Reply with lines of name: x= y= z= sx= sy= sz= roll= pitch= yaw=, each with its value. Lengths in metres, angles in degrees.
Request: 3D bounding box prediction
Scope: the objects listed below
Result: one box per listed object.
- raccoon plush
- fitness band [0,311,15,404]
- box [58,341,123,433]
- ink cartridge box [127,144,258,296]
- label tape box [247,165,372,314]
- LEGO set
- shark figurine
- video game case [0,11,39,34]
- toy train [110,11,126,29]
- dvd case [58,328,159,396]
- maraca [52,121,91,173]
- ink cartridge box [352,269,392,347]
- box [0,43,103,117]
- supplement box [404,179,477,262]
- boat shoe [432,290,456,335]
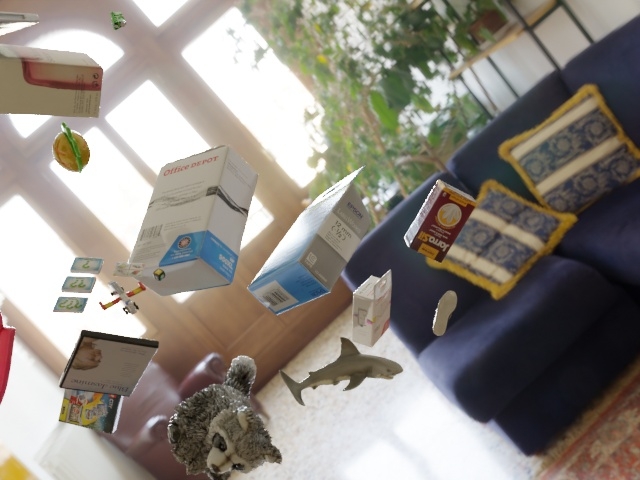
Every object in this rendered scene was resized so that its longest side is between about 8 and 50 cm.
raccoon plush: x=-0.205 y=0.418 z=1.836 sx=0.299 sy=0.216 sz=0.447 roll=-26 pitch=33 yaw=34
fitness band: x=-0.743 y=0.270 z=1.521 sx=0.209 sy=0.054 sz=0.291 roll=3 pitch=-85 yaw=-81
box: x=-0.638 y=0.415 z=2.017 sx=0.044 sy=0.159 sz=0.233 roll=-60 pitch=-17 yaw=-87
ink cartridge box: x=-0.371 y=-0.057 z=2.098 sx=0.285 sy=0.166 sz=0.395 roll=-11 pitch=53 yaw=31
label tape box: x=0.000 y=0.000 z=1.744 sx=0.249 sy=0.115 sz=0.348 roll=-29 pitch=20 yaw=52
LEGO set: x=-0.510 y=0.101 z=1.727 sx=0.183 sy=0.244 sz=0.060 roll=-84 pitch=-4 yaw=-47
shark figurine: x=0.038 y=0.291 z=1.668 sx=0.278 sy=0.116 sz=0.166 roll=-11 pitch=5 yaw=-8
video game case: x=-0.732 y=-0.453 z=1.515 sx=0.190 sy=0.022 sz=0.173 roll=-8 pitch=11 yaw=22
toy train: x=-0.362 y=-0.394 z=1.270 sx=0.023 sy=0.017 sz=0.083 roll=-11 pitch=33 yaw=-15
dvd case: x=-0.513 y=0.300 z=1.710 sx=0.253 sy=0.180 sz=0.022 roll=-54 pitch=33 yaw=41
maraca: x=-0.692 y=-0.255 z=1.976 sx=0.099 sy=0.127 sz=0.185 roll=-29 pitch=-6 yaw=-24
ink cartridge box: x=0.142 y=0.179 z=1.961 sx=0.067 sy=0.198 sz=0.115 roll=16 pitch=31 yaw=26
box: x=-0.643 y=-0.370 z=1.647 sx=0.232 sy=0.148 sz=0.127 roll=-4 pitch=-61 yaw=-36
supplement box: x=0.316 y=-0.050 z=1.877 sx=0.188 sy=0.104 sz=0.081 roll=-62 pitch=11 yaw=16
boat shoe: x=0.333 y=0.194 z=1.910 sx=0.038 sy=0.046 sz=0.125 roll=-24 pitch=-51 yaw=-85
